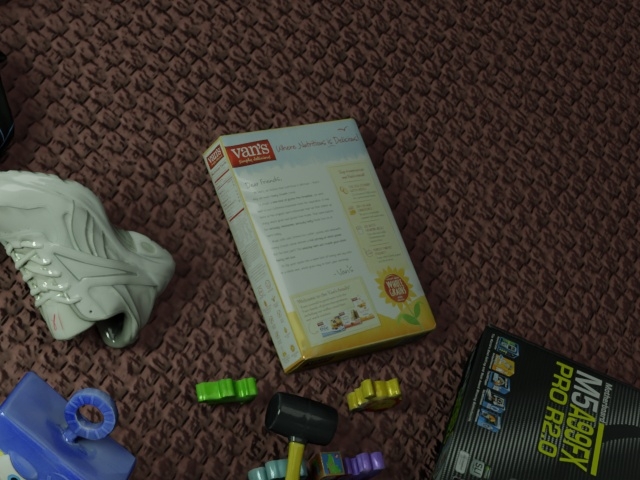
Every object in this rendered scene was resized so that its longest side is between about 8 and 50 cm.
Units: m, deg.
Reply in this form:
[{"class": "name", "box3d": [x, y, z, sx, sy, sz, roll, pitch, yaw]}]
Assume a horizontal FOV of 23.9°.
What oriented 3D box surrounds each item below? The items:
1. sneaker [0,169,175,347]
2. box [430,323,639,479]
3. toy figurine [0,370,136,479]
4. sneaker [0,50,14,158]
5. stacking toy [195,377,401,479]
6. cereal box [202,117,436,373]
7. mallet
[{"class": "sneaker", "box3d": [-0.218, 0.023, 1.294, 0.232, 0.090, 0.115, 35, 59, -41]}, {"class": "box", "box3d": [0.223, 0.219, 1.444, 0.216, 0.060, 0.270, 23, 38, 2]}, {"class": "toy figurine", "box3d": [-0.233, 0.147, 1.138, 0.362, 0.217, 0.191, 43, 33, -7]}, {"class": "sneaker", "box3d": [-0.310, -0.075, 1.321, 0.090, 0.081, 0.232, 15, 69, -50]}, {"class": "stacking toy", "box3d": [-0.006, 0.212, 1.390, 0.221, 0.052, 0.167, 3, 63, -30]}, {"class": "cereal box", "box3d": [0.000, 0.000, 1.502, 0.173, 0.047, 0.240, -10, 71, -36]}, {"class": "mallet", "box3d": [-0.018, 0.227, 1.323, 0.062, 0.039, 0.190, 11, 64, -21]}]
